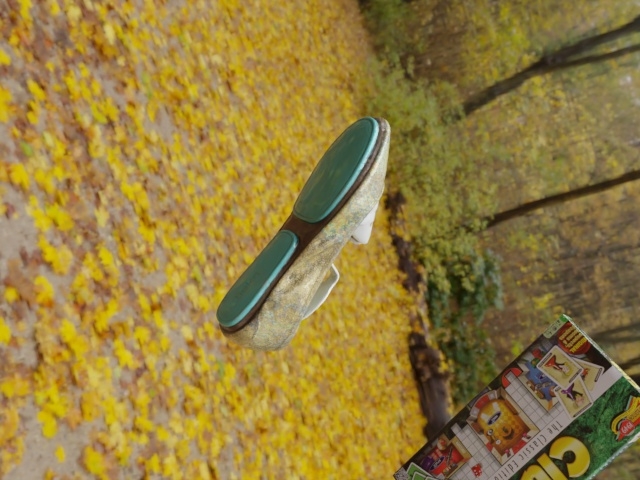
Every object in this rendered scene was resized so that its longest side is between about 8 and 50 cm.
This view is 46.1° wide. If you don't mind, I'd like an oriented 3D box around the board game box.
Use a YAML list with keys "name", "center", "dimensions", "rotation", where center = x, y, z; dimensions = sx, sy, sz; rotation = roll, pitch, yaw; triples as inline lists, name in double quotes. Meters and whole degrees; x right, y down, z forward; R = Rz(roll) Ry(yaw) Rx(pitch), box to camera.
- name: "board game box"
  center: [0.205, 0.213, 0.775]
  dimensions: [0.136, 0.259, 0.030]
  rotation: [50, 15, 32]

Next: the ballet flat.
- name: "ballet flat"
  center: [0.000, 0.000, 0.995]
  dimensions: [0.123, 0.348, 0.123]
  rotation: [36, -1, 1]
